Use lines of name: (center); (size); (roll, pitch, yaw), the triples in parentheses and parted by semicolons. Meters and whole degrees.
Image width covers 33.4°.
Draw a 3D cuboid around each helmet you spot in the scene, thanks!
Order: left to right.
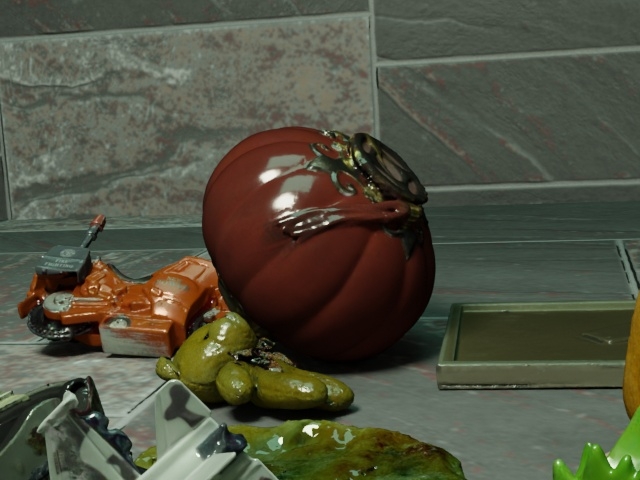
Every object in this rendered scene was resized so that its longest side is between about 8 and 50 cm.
helmet: (-0.219, 0.175, 0.777); (0.153, 0.107, 0.177); (-27, 2, 5)

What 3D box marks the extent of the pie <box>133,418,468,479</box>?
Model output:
pie: (-0.034, 0.189, 0.724); (0.277, 0.078, 0.277); (-5, 8, 1)

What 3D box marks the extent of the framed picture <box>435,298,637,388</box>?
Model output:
framed picture: (0.366, 0.112, 1.236); (0.446, 0.028, 0.326); (-2, 9, 10)

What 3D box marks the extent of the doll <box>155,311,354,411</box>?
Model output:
doll: (-0.063, 0.127, 1.098); (0.209, 0.097, 0.137); (9, 8, 32)

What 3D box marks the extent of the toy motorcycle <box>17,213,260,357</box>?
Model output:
toy motorcycle: (-0.219, 0.068, 1.401); (0.326, 0.147, 0.221); (4, 32, 10)

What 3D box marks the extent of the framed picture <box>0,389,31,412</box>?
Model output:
framed picture: (-0.354, 0.170, 0.771); (0.217, 0.017, 0.274); (-27, 4, -41)

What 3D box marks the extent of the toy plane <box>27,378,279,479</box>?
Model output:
toy plane: (-0.115, 0.170, 0.592); (0.234, 0.160, 0.082); (-43, 4, 19)

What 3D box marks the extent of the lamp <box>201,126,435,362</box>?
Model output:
lamp: (0.000, 0.000, 1.263); (0.257, 0.303, 0.303); (-45, -7, 21)

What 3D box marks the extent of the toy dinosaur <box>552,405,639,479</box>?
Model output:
toy dinosaur: (0.209, 0.175, 0.641); (0.194, 0.152, 0.177); (-46, -17, 31)

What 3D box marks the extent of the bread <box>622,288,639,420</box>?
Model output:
bread: (0.328, 0.107, 0.814); (0.121, 0.174, 0.245); (0, 16, -11)
